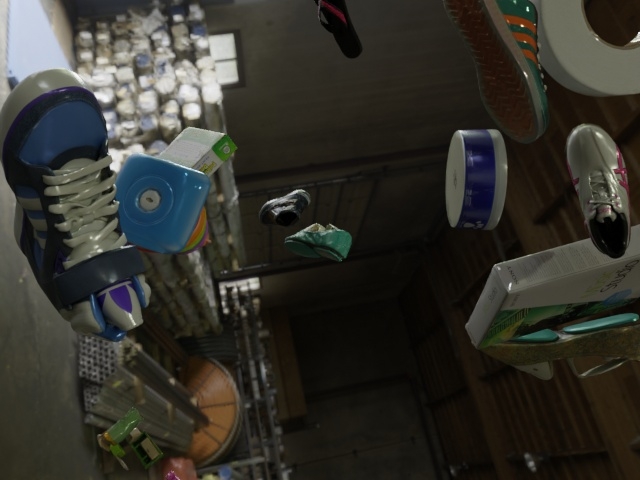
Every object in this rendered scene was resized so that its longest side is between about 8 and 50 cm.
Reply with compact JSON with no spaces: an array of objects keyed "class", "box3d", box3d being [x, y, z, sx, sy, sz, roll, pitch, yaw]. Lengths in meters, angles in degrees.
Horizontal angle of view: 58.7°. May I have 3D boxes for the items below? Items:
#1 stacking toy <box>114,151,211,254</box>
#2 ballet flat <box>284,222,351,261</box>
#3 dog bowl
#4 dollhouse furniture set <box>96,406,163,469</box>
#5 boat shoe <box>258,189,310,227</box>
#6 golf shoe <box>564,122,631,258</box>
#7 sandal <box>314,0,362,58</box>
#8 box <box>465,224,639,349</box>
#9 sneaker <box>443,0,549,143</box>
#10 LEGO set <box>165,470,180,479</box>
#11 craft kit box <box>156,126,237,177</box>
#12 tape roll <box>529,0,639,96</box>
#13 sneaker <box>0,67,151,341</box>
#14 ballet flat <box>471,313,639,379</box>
[{"class":"stacking toy","box3d":[-0.284,-0.034,1.129,0.302,0.175,0.166,70,40,-76]},{"class":"ballet flat","box3d":[0.000,0.000,1.452,0.083,0.087,0.247,42,-19,-29]},{"class":"dog bowl","box3d":[0.408,-0.161,1.514,0.265,0.104,0.265,1,90,-88]},{"class":"dollhouse furniture set","box3d":[-0.317,0.347,0.970,0.058,0.076,0.152,44,-23,20]},{"class":"boat shoe","box3d":[-0.107,-0.065,1.454,0.065,0.183,0.083,45,45,-20]},{"class":"golf shoe","box3d":[0.376,-0.065,0.753,0.186,0.067,0.086,65,23,-18]},{"class":"sandal","box3d":[0.028,-0.449,1.154,0.067,0.040,0.179,-3,-55,50]},{"class":"box","box3d":[0.421,0.078,0.956,0.232,0.321,0.059,86,-11,-58]},{"class":"sneaker","box3d":[0.314,-0.313,0.925,0.302,0.121,0.108,65,-23,-6]},{"class":"LEGO set","box3d":[-0.311,0.601,1.274,0.227,0.087,0.093,11,-55,43]},{"class":"craft kit box","box3d":[-0.365,-0.186,1.470,0.250,0.247,0.061,23,-20,52]},{"class":"tape roll","box3d":[0.617,-0.496,1.179,0.072,0.391,0.392,-130,-149,-76]},{"class":"sneaker","box3d":[-0.270,-0.011,0.686,0.236,0.130,0.323,46,-44,16]},{"class":"ballet flat","box3d":[0.495,0.229,1.175,0.123,0.348,0.123,-8,90,-84]}]
